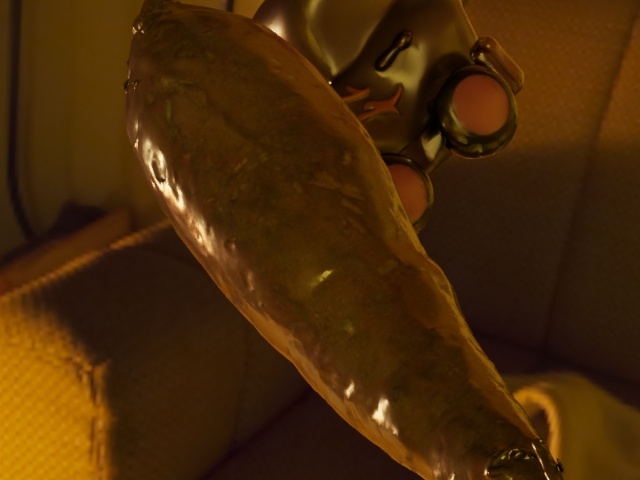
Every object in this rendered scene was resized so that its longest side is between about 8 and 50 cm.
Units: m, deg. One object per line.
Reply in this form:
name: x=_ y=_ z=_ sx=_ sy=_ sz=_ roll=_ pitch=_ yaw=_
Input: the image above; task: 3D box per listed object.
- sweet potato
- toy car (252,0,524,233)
sweet potato: x=0.001 y=0.005 z=0.722 sx=0.131 sy=0.130 sz=0.422 roll=-7 pitch=47 yaw=-35
toy car: x=0.013 y=-0.121 z=1.241 sx=0.340 sy=0.240 sz=0.271 roll=-47 pitch=9 yaw=-18
